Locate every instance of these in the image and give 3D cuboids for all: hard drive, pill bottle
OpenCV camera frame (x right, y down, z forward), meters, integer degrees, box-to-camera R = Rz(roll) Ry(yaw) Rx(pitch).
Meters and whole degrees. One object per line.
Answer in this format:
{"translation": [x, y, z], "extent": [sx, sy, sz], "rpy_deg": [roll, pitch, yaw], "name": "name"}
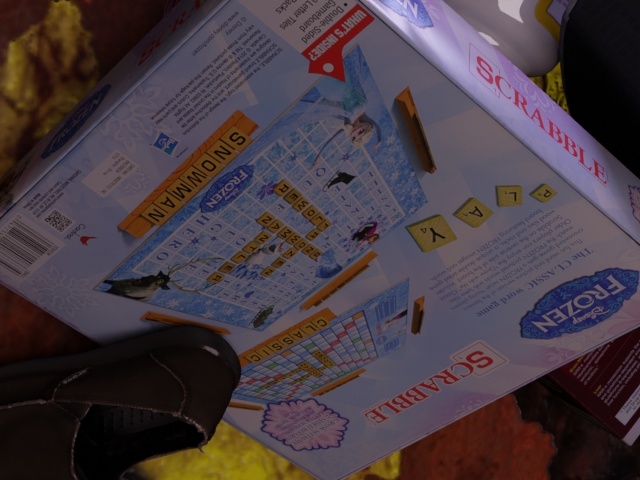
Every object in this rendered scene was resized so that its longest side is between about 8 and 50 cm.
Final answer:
{"translation": [0.225, -0.064, 0.751], "extent": [0.054, 0.172, 0.255], "rpy_deg": [-33, 155, 4], "name": "hard drive"}
{"translation": [0.134, -0.187, 0.768], "extent": [0.119, 0.119, 0.208], "rpy_deg": [33, 89, -25], "name": "pill bottle"}

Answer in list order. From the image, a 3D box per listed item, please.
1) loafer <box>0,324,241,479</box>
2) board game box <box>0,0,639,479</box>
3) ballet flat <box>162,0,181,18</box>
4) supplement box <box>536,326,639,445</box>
{"translation": [-0.156, 0.117, 0.703], "extent": [0.220, 0.078, 0.080], "rpy_deg": [-22, 123, 16], "name": "loafer"}
{"translation": [0.000, 0.000, 0.683], "extent": [0.318, 0.066, 0.318], "rpy_deg": [37, 129, -25], "name": "board game box"}
{"translation": [-0.004, -0.188, 0.735], "extent": [0.221, 0.079, 0.077], "rpy_deg": [-36, 111, -11], "name": "ballet flat"}
{"translation": [0.185, 0.036, 0.863], "extent": [0.239, 0.073, 0.130], "rpy_deg": [41, 85, -25], "name": "supplement box"}
